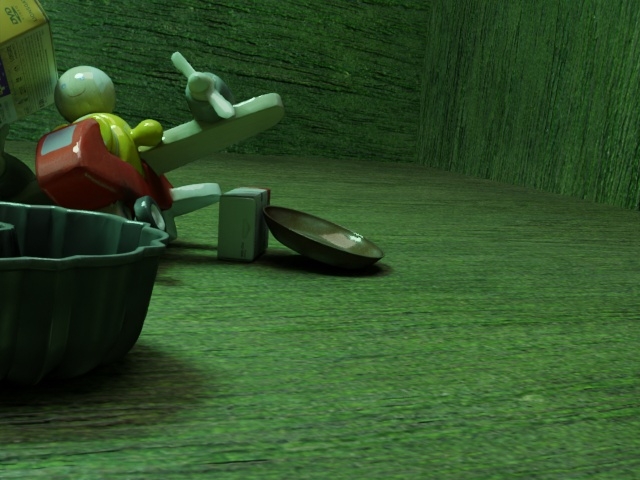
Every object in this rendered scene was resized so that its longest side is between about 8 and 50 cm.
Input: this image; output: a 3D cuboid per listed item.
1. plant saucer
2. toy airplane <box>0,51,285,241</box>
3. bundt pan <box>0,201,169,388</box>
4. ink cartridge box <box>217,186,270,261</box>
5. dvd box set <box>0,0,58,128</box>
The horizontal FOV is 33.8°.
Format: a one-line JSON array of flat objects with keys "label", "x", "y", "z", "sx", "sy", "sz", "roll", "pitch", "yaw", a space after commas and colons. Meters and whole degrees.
[{"label": "plant saucer", "x": 0.000, "y": 0.000, "z": 1.595, "sx": 0.198, "sy": 0.036, "sz": 0.198, "roll": 21, "pitch": 12, "yaw": -4}, {"label": "toy airplane", "x": -0.290, "y": -0.118, "z": 1.507, "sx": 0.386, "sy": 0.272, "sz": 0.384, "roll": -22, "pitch": 2, "yaw": -36}, {"label": "bundt pan", "x": -0.304, "y": 0.045, "z": 0.937, "sx": 0.331, "sy": 0.124, "sz": 0.331, "roll": 6, "pitch": 9, "yaw": -1}, {"label": "ink cartridge box", "x": -0.116, "y": -0.027, "z": 1.611, "sx": 0.056, "sy": 0.099, "sz": 0.135, "roll": 4, "pitch": 8, "yaw": 7}, {"label": "dvd box set", "x": -0.547, "y": -0.163, "z": 1.382, "sx": 0.420, "sy": 0.062, "sz": 0.307, "roll": -30, "pitch": -4, "yaw": -14}]
